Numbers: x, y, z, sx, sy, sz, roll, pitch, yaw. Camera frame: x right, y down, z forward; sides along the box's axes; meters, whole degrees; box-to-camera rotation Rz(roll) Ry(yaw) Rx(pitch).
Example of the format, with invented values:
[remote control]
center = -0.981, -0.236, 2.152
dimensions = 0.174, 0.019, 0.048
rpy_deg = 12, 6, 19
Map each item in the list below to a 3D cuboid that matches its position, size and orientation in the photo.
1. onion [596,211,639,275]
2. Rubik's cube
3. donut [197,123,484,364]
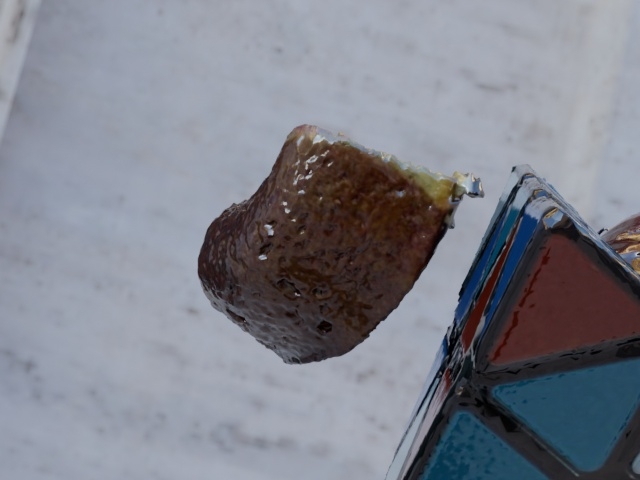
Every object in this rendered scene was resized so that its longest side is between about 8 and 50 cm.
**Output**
[onion]
center = 0.225, 0.105, 1.099
dimensions = 0.219, 0.252, 0.252
rpy_deg = 8, -15, 25
[Rubik's cube]
center = 0.072, 0.105, 0.840
dimensions = 0.284, 0.234, 0.250
rpy_deg = 48, 7, 24
[donut]
center = 0.002, 0.002, 1.272
dimensions = 0.126, 0.144, 0.186
rpy_deg = 29, -15, -15
